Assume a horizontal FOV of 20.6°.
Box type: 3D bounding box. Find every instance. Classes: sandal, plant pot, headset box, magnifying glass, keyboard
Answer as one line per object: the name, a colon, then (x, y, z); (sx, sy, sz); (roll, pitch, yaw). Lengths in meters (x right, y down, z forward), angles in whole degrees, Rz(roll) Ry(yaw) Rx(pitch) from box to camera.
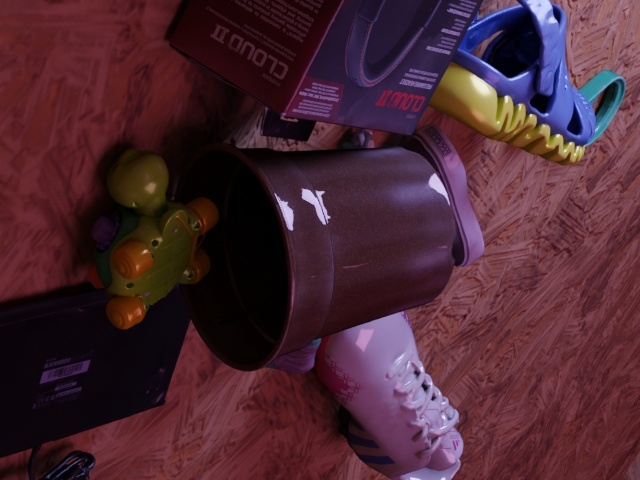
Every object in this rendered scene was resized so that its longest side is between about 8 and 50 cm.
sandal: (0.189, -0.155, 1.609); (0.138, 0.126, 0.317); (-64, 158, 7)
plant pot: (0.000, 0.000, 1.311); (0.165, 0.167, 0.167); (-11, 133, -34)
headset box: (0.035, -0.203, 1.239); (0.293, 0.110, 0.218); (-62, 156, 12)
magnifying glass: (0.276, -0.137, 1.923); (0.231, 0.026, 0.092); (-16, 134, -56)
keyboard: (-0.208, 0.125, 1.297); (0.317, 0.033, 0.201); (-10, 123, -59)

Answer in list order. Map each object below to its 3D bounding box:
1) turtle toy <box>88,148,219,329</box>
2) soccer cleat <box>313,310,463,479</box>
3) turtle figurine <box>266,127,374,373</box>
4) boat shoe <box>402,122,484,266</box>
turtle toy: (-0.125, -0.006, 1.241); (0.095, 0.066, 0.130); (-35, 149, -40)
soccer cleat: (0.084, 0.156, 1.773); (0.116, 0.143, 0.331); (-49, 156, -16)
turtle figurine: (0.011, 0.000, 1.471); (0.175, 0.118, 0.234); (-35, 155, -41)
boat shoe: (0.100, -0.026, 1.662); (0.076, 0.080, 0.228); (-34, 157, -7)
